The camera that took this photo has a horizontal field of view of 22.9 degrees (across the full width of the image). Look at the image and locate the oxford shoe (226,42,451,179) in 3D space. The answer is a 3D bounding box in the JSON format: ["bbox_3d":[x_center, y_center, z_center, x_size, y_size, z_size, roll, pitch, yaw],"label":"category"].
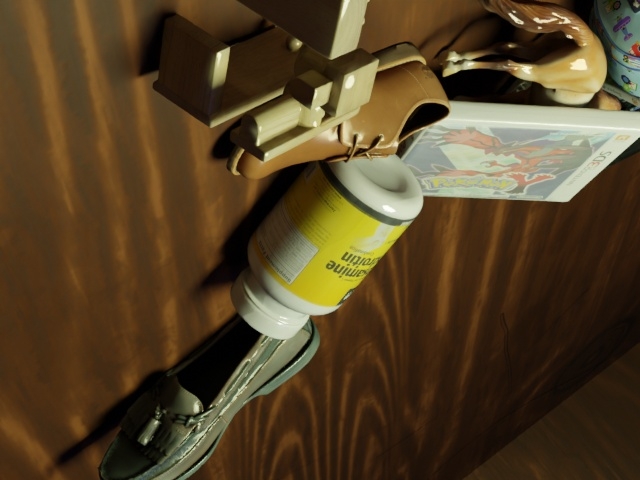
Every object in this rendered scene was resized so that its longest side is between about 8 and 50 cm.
[{"bbox_3d":[0.020,-0.092,1.274,0.212,0.076,0.076,-27,159,-29],"label":"oxford shoe"}]

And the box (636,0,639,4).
[{"bbox_3d":[0.354,-0.294,1.255,0.293,0.201,0.057,-39,162,-6],"label":"box"}]

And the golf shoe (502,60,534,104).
[{"bbox_3d":[0.207,-0.132,1.551,0.086,0.069,0.176,-26,156,-20],"label":"golf shoe"}]

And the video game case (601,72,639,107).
[{"bbox_3d":[0.323,-0.180,1.532,0.119,0.166,0.015,-35,127,-13],"label":"video game case"}]

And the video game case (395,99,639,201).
[{"bbox_3d":[0.169,-0.078,1.450,0.201,0.023,0.183,2,160,-14],"label":"video game case"}]

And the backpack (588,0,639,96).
[{"bbox_3d":[0.326,-0.223,1.449,0.173,0.158,0.117,-27,153,16],"label":"backpack"}]

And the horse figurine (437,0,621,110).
[{"bbox_3d":[0.192,-0.142,1.406,0.174,0.066,0.263,-7,155,2],"label":"horse figurine"}]

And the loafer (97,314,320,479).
[{"bbox_3d":[-0.118,0.142,1.540,0.267,0.096,0.084,-41,142,-18],"label":"loafer"}]

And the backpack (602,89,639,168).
[{"bbox_3d":[0.328,-0.143,1.716,0.114,0.084,0.105,-21,154,-32],"label":"backpack"}]

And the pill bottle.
[{"bbox_3d":[0.000,0.000,1.393,0.103,0.103,0.184,-11,145,-55],"label":"pill bottle"}]

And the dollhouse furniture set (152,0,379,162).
[{"bbox_3d":[-0.009,-0.147,1.034,0.123,0.144,0.151,-30,144,-40],"label":"dollhouse furniture set"}]
